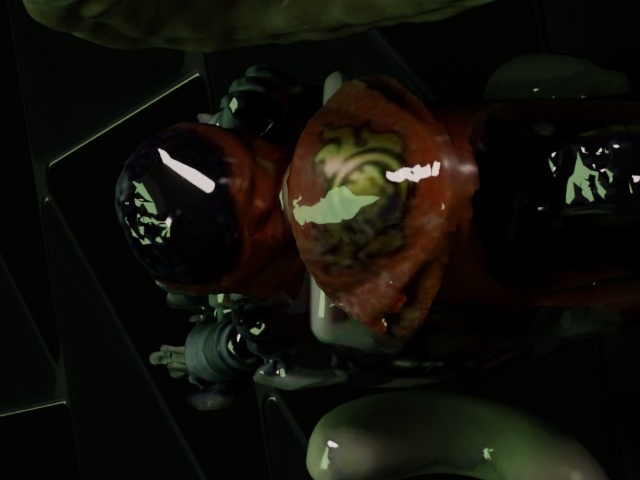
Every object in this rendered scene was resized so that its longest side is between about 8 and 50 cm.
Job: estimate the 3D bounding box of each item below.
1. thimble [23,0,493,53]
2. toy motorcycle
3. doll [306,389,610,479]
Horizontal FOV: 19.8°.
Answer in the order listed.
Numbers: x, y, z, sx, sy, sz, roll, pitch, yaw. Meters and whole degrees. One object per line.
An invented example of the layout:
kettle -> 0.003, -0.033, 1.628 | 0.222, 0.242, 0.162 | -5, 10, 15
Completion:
thimble -> -0.004, -0.152, 0.608 | 0.229, 0.196, 0.148 | -18, 79, 63
toy motorcycle -> 0.000, 0.000, 0.746 | 0.401, 0.207, 0.134 | 166, 99, -71
doll -> 0.075, 0.259, 0.667 | 0.226, 0.215, 0.370 | -104, 16, -79
